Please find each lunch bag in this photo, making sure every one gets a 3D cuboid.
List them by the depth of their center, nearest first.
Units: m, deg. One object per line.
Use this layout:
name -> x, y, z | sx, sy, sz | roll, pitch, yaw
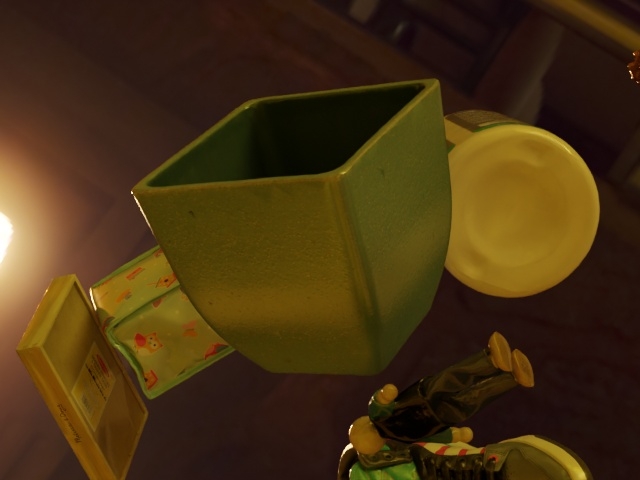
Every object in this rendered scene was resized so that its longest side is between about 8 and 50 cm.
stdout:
lunch bag -> -0.182, 0.075, 1.740 | 0.262, 0.160, 0.223 | -34, -159, -4

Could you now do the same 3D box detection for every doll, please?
doll -> 0.107, 0.156, 1.142 | 0.189, 0.129, 0.046 | -31, -136, 24

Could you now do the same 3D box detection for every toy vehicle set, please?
toy vehicle set -> -0.327, 0.202, 1.705 | 0.166, 0.035, 0.267 | -77, 150, -57

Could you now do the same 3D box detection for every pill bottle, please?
pill bottle -> 0.210, -0.061, 1.554 | 0.204, 0.204, 0.361 | -57, -172, 7

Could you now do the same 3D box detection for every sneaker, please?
sneaker -> 0.119, 0.257, 1.241 | 0.178, 0.124, 0.295 | -10, -178, -37

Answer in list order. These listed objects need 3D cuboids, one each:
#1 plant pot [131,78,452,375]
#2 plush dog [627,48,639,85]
plant pot -> 0.000, 0.000, 1.277 | 0.247, 0.248, 0.252 | -46, 127, -50
plush dog -> 0.382, -0.157, 0.964 | 0.225, 0.211, 0.262 | -7, 156, -49
